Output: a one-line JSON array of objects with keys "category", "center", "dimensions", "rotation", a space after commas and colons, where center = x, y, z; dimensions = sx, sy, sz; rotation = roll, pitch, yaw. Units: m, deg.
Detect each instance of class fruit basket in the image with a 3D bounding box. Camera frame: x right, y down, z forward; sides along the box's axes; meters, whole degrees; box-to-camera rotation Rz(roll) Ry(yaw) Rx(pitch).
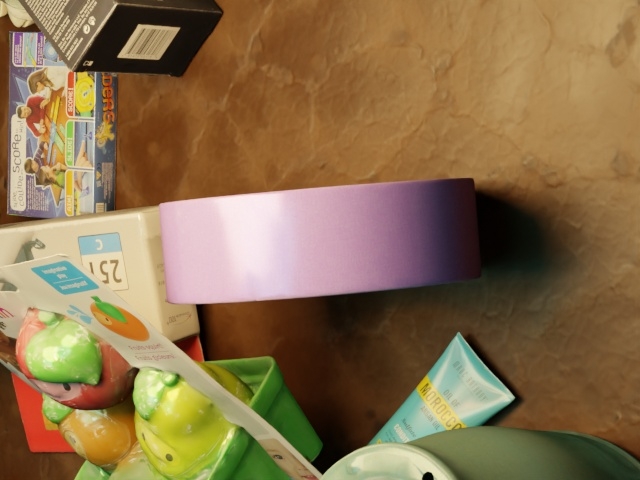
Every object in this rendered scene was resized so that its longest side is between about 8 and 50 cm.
[{"category": "fruit basket", "center": [-0.190, 0.143, 1.593], "dimensions": [0.327, 0.353, 0.165], "rotation": [-8, 51, 52]}]

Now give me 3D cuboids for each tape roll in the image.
[{"category": "tape roll", "center": [0.000, 0.000, 1.514], "dimensions": [0.275, 0.275, 0.090], "rotation": [-5, 91, 38]}]

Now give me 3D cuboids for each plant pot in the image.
[{"category": "plant pot", "center": [0.120, 0.268, 1.411], "dimensions": [0.272, 0.255, 0.271], "rotation": [-14, 67, 37]}]

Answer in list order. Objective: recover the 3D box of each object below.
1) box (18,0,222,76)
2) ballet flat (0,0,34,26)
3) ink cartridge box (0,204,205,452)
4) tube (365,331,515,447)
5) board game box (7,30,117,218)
[{"category": "box", "center": [-0.211, -0.249, 1.735], "dimensions": [0.158, 0.156, 0.093], "rotation": [51, 120, 23]}, {"category": "ballet flat", "center": [-0.340, -0.277, 1.895], "dimensions": [0.221, 0.077, 0.079], "rotation": [25, 126, 39]}, {"category": "ink cartridge box", "center": [-0.251, 0.105, 1.829], "dimensions": [0.296, 0.066, 0.261], "rotation": [-6, 97, 38]}, {"category": "tube", "center": [0.088, 0.183, 1.608], "dimensions": [0.080, 0.052, 0.207], "rotation": [48, 114, 17]}, {"category": "board game box", "center": [-0.278, -0.123, 1.873], "dimensions": [0.136, 0.035, 0.201], "rotation": [7, 97, 37]}]
